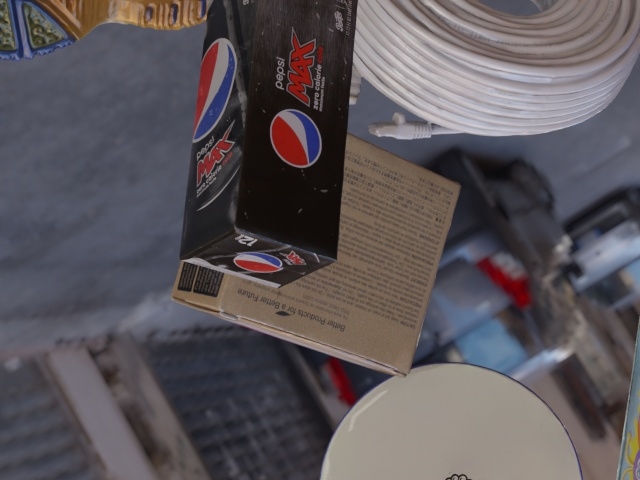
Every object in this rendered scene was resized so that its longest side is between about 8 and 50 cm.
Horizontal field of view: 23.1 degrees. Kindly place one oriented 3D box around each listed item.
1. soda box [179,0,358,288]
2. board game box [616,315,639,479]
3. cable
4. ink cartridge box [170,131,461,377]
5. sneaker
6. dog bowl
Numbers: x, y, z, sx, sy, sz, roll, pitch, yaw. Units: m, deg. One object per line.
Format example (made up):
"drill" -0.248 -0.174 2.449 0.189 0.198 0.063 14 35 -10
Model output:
"soda box" -0.023 -0.067 0.745 0.060 0.169 0.053 18 154 -29
"board game box" 0.281 0.072 0.636 0.275 0.144 0.142 9 177 -11
"cable" 0.132 -0.196 1.236 0.257 0.257 0.089 0 145 -15
"ink cartridge box" 0.000 0.000 1.425 0.234 0.193 0.088 22 172 -39
"sneaker" -0.202 -0.213 1.160 0.296 0.131 0.112 -8 132 -37
"dog bowl" 0.129 0.254 1.570 0.265 0.265 0.104 -31 173 -2
